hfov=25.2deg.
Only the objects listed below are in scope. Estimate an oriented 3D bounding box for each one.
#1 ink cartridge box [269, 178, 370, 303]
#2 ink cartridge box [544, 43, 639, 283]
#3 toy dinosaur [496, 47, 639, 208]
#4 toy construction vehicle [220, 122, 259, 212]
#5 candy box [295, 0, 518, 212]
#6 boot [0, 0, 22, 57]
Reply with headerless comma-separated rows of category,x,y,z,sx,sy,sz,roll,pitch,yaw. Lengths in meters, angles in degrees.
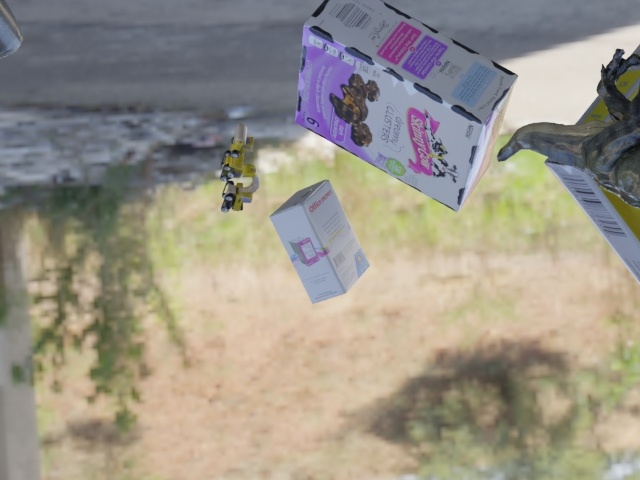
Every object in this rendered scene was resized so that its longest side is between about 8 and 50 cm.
ink cartridge box,0.000,0.000,1.716,0.052,0.122,0.088,-18,-166,29
ink cartridge box,0.414,-0.087,1.481,0.303,0.307,0.072,47,167,-26
toy dinosaur,0.233,-0.086,1.097,0.064,0.118,0.268,14,-171,-37
toy construction vehicle,-0.090,-0.079,1.631,0.035,0.086,0.098,9,144,-12
candy box,0.078,-0.136,1.383,0.196,0.070,0.165,30,153,12
boot,-0.220,-0.168,0.848,0.189,0.076,0.208,19,154,18
